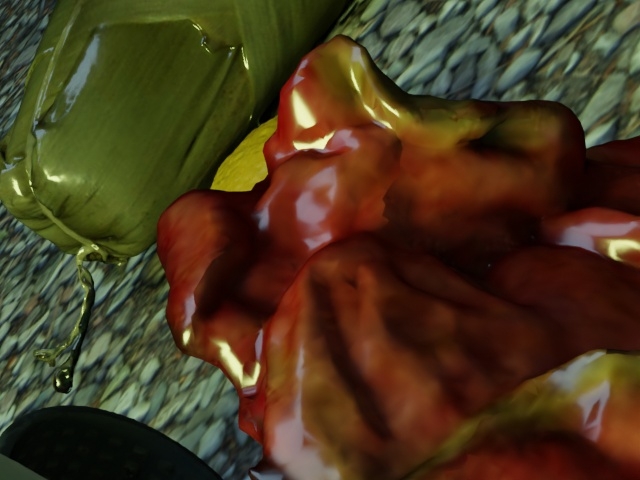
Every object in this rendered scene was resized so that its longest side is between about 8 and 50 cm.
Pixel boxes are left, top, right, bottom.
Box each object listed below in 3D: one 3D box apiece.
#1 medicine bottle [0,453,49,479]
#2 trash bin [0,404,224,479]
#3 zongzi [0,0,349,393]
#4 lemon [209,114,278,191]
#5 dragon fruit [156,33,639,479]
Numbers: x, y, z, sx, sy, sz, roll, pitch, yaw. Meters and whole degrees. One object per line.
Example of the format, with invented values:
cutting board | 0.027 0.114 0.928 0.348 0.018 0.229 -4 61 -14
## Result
medicine bottle | -0.208 0.278 0.796 0.388 0.219 0.219 -61 23 -7
trash bin | -0.136 0.204 1.032 0.161 0.175 0.175 -53 20 24
zongzi | -0.081 -0.135 1.411 0.418 0.181 0.447 -26 35 37
lemon | 0.000 0.000 1.083 0.142 0.142 0.187 -41 20 26
dragon fruit | 0.144 0.055 0.502 0.228 0.329 0.286 -45 22 1
